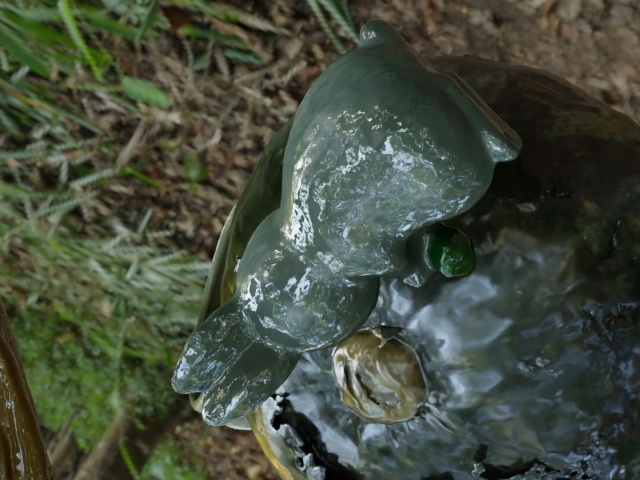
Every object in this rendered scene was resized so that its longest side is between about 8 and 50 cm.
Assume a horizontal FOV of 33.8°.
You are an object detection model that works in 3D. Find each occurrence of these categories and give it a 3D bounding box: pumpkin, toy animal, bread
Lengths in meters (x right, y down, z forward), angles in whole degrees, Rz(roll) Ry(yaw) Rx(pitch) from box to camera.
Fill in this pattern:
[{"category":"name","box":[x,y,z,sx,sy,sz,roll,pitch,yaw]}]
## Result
[{"category":"pumpkin","box":[0.119,0.063,0.913,0.454,0.454,0.344,18,-162,17]},{"category":"toy animal","box":[0.006,-0.005,0.596,0.138,0.236,0.108,48,-156,1]},{"category":"bread","box":[-0.464,0.181,1.449,0.185,0.109,0.380,-160,51,-74]}]

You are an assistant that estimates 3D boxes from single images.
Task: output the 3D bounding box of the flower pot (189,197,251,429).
[{"category":"flower pot","box":[-0.021,0.104,1.351,0.244,0.307,0.307,15,164,-13]}]
